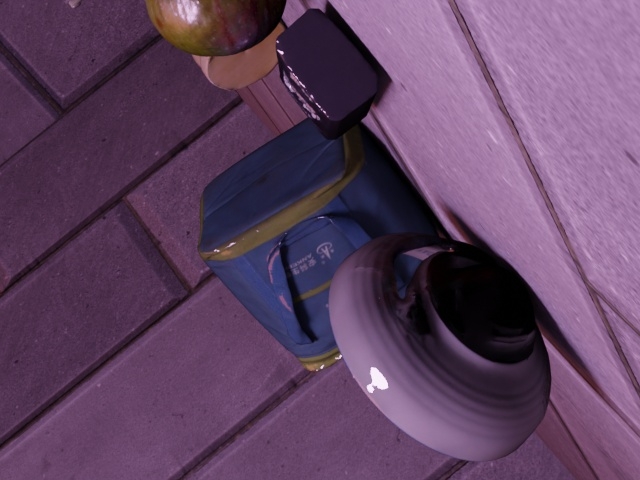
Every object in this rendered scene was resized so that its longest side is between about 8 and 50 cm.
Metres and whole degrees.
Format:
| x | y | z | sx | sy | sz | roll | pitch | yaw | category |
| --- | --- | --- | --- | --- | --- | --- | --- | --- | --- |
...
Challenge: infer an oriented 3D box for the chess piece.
| x | y | z | sx | sy | sz | roll | pitch | yaw | category |
| --- | --- | --- | --- | --- | --- | --- | --- | --- | --- |
| -0.189 | -0.357 | 1.715 | 0.397 | 0.117 | 0.117 | 53 | 180 | 31 | chess piece |

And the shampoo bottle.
| x | y | z | sx | sy | sz | roll | pitch | yaw | category |
| --- | --- | --- | --- | --- | --- | --- | --- | --- | --- |
| 0.006 | -0.158 | 1.349 | 0.098 | 0.071 | 0.309 | 48 | -179 | 0 | shampoo bottle |

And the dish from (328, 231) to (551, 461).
| x | y | z | sx | sy | sz | roll | pitch | yaw | category |
| --- | --- | --- | --- | --- | --- | --- | --- | --- | --- |
| 0.155 | 0.080 | 1.411 | 0.273 | 0.134 | 0.273 | 25 | -141 | -22 | dish |

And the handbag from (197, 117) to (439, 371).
| x | y | z | sx | sy | sz | roll | pitch | yaw | category |
| --- | --- | --- | --- | --- | --- | --- | --- | --- | --- |
| 0.000 | 0.000 | 1.699 | 0.241 | 0.263 | 0.222 | 49 | -166 | -28 | handbag |

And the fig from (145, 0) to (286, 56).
| x | y | z | sx | sy | sz | roll | pitch | yaw | category |
| --- | --- | --- | --- | --- | --- | --- | --- | --- | --- |
| -0.114 | -0.295 | 1.251 | 0.149 | 0.149 | 0.245 | -132 | 22 | -66 | fig |

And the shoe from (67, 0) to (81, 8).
| x | y | z | sx | sy | sz | roll | pitch | yaw | category |
| --- | --- | --- | --- | --- | --- | --- | --- | --- | --- |
| -0.253 | -0.363 | 1.327 | 0.132 | 0.210 | 0.342 | 50 | 178 | 32 | shoe |
